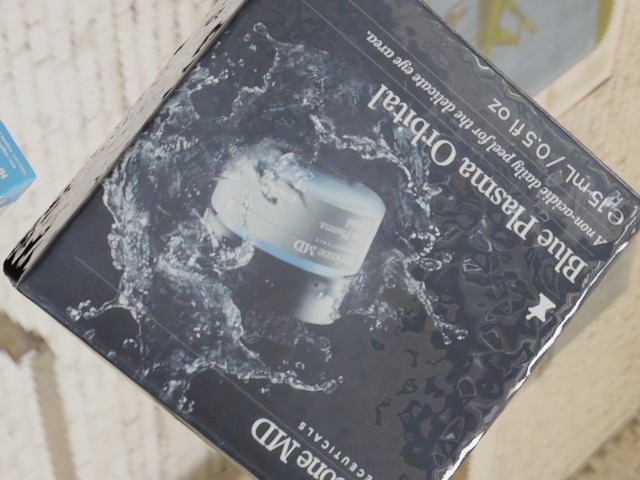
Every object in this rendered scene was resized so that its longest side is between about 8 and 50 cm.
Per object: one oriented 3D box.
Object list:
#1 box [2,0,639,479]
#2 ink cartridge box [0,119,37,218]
[{"bbox_3d":[0.000,0.000,0.554,0.156,0.158,0.093,40,-7,-13],"label":"box"},{"bbox_3d":[-0.294,-0.013,1.077,0.061,0.181,0.104,58,-29,0],"label":"ink cartridge box"}]
